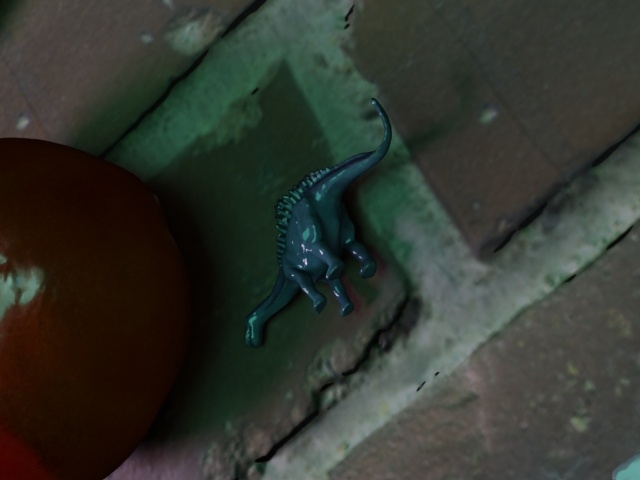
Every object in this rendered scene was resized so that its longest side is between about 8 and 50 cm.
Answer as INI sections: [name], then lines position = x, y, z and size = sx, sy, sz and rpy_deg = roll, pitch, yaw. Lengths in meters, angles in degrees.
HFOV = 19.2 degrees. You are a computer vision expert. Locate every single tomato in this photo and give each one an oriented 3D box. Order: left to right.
[tomato]
position = -0.213, 0.045, 1.281
size = 0.259, 0.180, 0.260
rpy_deg = -1, 87, 27

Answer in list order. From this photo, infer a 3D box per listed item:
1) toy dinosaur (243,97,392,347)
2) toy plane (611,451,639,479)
[toy dinosaur]
position = 0.000, 0.000, 1.213
size = 0.080, 0.045, 0.197
rpy_deg = 50, 123, 36
[toy plane]
position = 0.264, 0.161, 0.973
size = 0.252, 0.118, 0.252
rpy_deg = -7, 71, 20
